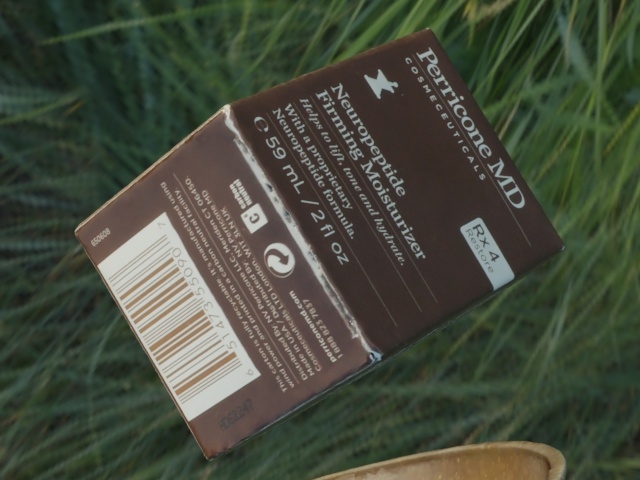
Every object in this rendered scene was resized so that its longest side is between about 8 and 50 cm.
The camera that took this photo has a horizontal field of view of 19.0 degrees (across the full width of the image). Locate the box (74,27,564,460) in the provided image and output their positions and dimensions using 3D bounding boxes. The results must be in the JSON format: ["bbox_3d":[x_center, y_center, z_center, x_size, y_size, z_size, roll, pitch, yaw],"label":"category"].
[{"bbox_3d":[0.000,0.000,1.157,0.167,0.203,0.168,-36,84,43],"label":"box"}]

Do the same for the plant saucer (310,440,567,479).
[{"bbox_3d":[-0.075,0.129,0.499,0.311,0.310,0.050,-21,91,18],"label":"plant saucer"}]
